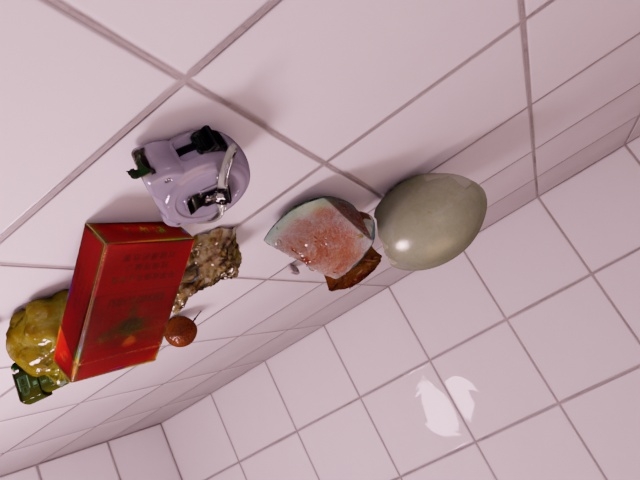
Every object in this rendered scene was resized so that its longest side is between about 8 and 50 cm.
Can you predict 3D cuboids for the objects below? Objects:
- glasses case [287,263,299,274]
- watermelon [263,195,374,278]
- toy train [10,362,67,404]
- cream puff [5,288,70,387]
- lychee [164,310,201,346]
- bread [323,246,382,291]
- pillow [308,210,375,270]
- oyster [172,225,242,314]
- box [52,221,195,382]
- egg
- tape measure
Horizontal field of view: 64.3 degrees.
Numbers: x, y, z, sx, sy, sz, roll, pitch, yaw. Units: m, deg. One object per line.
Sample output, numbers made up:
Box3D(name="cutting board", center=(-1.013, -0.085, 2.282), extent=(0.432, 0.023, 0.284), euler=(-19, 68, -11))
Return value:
Box3D(name="glasses case", center=(-0.093, 0.101, 1.761), extent=(0.021, 0.032, 0.083), euler=(-29, 162, 10))
Box3D(name="watermelon", center=(0.000, 0.000, 1.332), extent=(0.213, 0.201, 0.261), euler=(-44, 155, 18))
Box3D(name="toy train", center=(-0.665, 0.310, 1.301), extent=(0.225, 0.137, 0.090), euler=(-24, 163, -9))
Box3D(name="cream puff", center=(-0.557, 0.227, 1.156), extent=(0.281, 0.185, 0.282), euler=(-25, 160, -10))
Box3D(name="lychee", center=(-0.447, 0.294, 1.654), extent=(0.114, 0.101, 0.140), euler=(-25, 167, 5))
Box3D(name="bread", center=(0.116, 0.098, 1.901), extent=(0.232, 0.135, 0.247), euler=(-17, 160, -33))
Box3D(name="pillow", center=(0.065, 0.008, 1.472), extent=(0.233, 0.086, 0.214), euler=(11, -114, 57))
Box3D(name="oyster", center=(-0.281, 0.067, 1.249), extent=(0.214, 0.083, 0.223), euler=(-27, 146, -32))
Box3D(name="box", center=(-0.395, 0.117, 1.025), extent=(0.197, 0.089, 0.313), euler=(-5, 122, -54))
Box3D(name="egg", center=(0.329, -0.065, 1.517), extent=(0.336, 0.278, 0.278), euler=(-26, 164, 10))
Box3D(name="tape measure", center=(-0.204, -0.102, 0.858), extent=(0.178, 0.105, 0.196), euler=(-29, 155, -8))
